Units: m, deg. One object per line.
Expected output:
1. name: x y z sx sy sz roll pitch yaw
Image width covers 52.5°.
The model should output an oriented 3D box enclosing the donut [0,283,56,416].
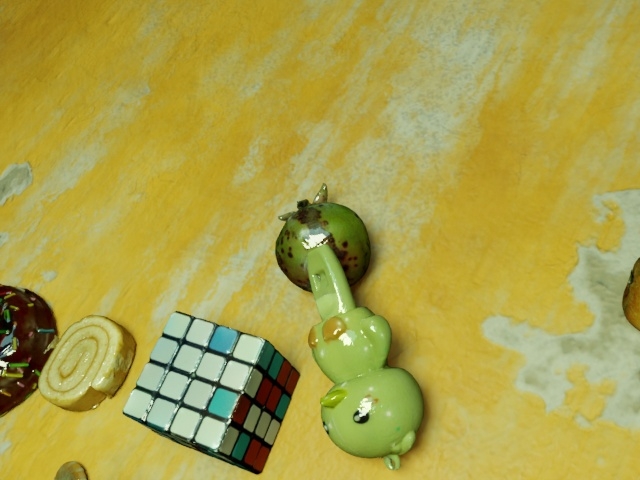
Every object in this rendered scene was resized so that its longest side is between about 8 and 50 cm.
1. donut: -0.552 0.174 1.057 0.235 0.089 0.235 -6 62 12

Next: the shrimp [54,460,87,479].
1. shrimp: -0.355 0.370 0.928 0.059 0.023 0.108 -33 58 8

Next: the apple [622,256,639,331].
1. apple: 0.442 0.068 0.821 0.102 0.099 0.114 17 64 21

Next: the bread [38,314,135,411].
1. bread: -0.357 0.189 0.999 0.122 0.073 0.149 14 66 20

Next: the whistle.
1. whistle: 0.033 0.154 0.831 0.141 0.141 0.294 -29 86 -1

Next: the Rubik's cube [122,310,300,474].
1. Rubik's cube: -0.142 0.207 0.882 0.154 0.151 0.155 12 66 23

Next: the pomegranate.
1. pomegranate: -0.003 -0.002 0.969 0.148 0.148 0.169 -33 52 -3
